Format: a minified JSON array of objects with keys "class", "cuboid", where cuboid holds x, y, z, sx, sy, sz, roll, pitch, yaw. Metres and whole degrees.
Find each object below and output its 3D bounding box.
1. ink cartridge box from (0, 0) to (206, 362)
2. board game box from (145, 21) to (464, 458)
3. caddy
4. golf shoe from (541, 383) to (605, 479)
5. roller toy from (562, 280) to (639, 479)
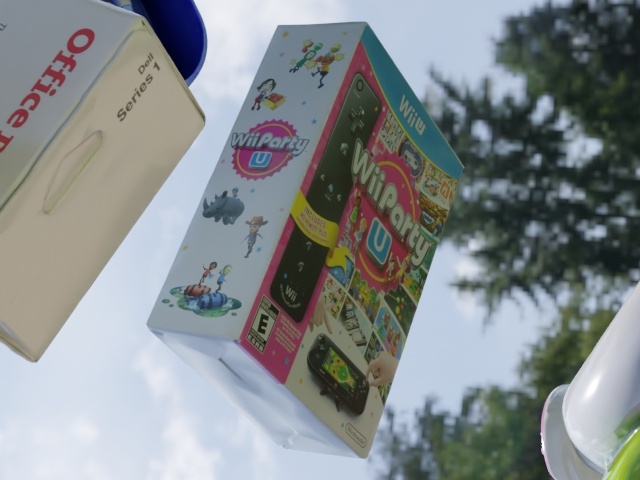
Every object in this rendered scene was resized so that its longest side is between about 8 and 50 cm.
[{"class":"ink cartridge box","cuboid":[-0.245,-0.072,0.946,0.201,0.278,0.117,-57,-32,-17]},{"class":"board game box","cuboid":[0.000,0.000,1.256,0.224,0.097,0.303,49,-127,-47]},{"class":"caddy","cuboid":[-0.299,-0.309,2.009,0.341,0.241,0.179,64,150,19]},{"class":"golf shoe","cuboid":[0.335,0.194,1.249,0.306,0.140,0.115,21,-121,-28]},{"class":"roller toy","cuboid":[0.196,0.031,0.527,0.209,0.146,0.191,-59,-13,22]}]
